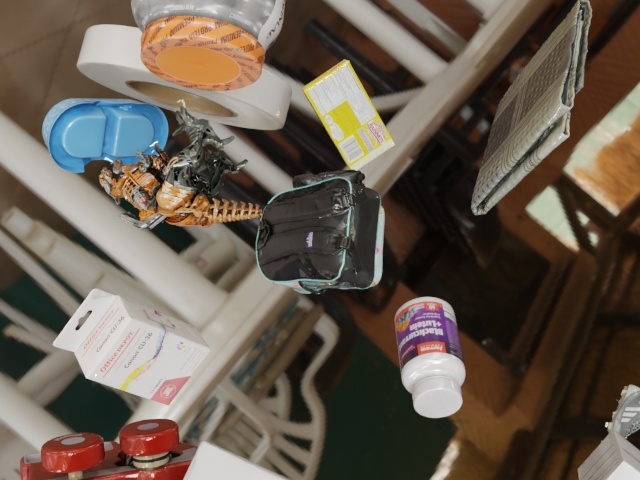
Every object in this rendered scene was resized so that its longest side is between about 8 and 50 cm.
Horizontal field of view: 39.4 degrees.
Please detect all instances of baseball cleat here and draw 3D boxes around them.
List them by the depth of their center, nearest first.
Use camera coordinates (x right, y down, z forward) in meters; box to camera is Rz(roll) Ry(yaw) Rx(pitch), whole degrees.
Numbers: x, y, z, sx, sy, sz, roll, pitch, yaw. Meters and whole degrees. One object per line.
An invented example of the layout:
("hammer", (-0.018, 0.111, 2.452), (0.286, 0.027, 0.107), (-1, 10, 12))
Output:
("baseball cleat", (0.723, 0.412, 2.055), (0.206, 0.110, 0.072), (-51, 149, -40))

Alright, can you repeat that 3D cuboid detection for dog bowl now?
("dog bowl", (-0.494, -0.247, 2.040), (0.297, 0.074, 0.165), (-7, 120, -41))

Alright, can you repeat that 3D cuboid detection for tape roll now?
("tape roll", (-0.243, -0.289, 1.624), (0.392, 0.392, 0.072), (65, 40, -88))

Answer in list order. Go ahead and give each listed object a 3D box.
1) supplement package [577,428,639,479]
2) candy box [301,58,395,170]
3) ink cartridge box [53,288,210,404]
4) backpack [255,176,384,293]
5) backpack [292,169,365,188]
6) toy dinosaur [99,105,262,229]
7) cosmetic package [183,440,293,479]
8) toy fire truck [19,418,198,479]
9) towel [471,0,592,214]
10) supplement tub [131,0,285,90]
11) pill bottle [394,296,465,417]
("supplement package", (0.514, 0.414, 1.519), (0.105, 0.105, 0.179), (-53, 173, 12))
("candy box", (0.056, -0.241, 1.753), (0.105, 0.205, 0.027), (-35, -151, -4))
("ink cartridge box", (-0.276, 0.158, 1.314), (0.198, 0.067, 0.115), (29, 101, -42))
("backpack", (0.000, 0.000, 1.338), (0.144, 0.189, 0.165), (21, 68, -53))
("backpack", (0.022, -0.042, 1.724), (0.152, 0.181, 0.115), (-6, -170, 3))
("toy dinosaur", (-0.248, -0.097, 1.638), (0.218, 0.322, 0.164), (-60, 174, -21))
("cosmetic package", (-0.089, 0.507, 1.492), (0.230, 0.162, 0.453), (-64, 152, -14))
("toy fire truck", (-0.362, 0.394, 1.552), (0.302, 0.169, 0.254), (-7, -173, -20))
("towel", (0.392, -0.238, 1.629), (0.324, 0.056, 0.312), (-57, -171, 52))
("supplement tub", (-0.135, -0.366, 1.145), (0.193, 0.194, 0.315), (122, -28, -74))
("pill bottle", (0.187, 0.199, 1.516), (0.108, 0.108, 0.193), (-52, -153, 35))
